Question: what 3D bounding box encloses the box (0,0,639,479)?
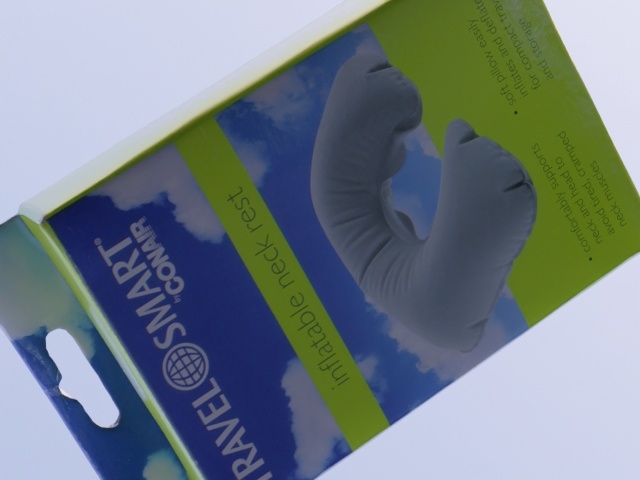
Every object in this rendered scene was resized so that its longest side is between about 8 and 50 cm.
[{"bbox_3d":[0.000,0.000,0.442,0.178,0.042,0.109,-34,-74,-14],"label":"box"}]
